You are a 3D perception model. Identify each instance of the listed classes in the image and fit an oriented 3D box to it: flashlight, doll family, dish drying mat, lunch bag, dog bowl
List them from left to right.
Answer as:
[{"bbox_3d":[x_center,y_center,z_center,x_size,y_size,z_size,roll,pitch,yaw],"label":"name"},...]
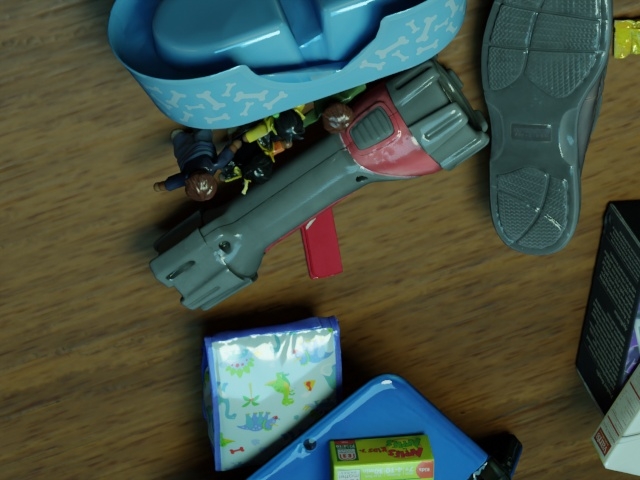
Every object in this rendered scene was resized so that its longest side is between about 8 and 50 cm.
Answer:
[{"bbox_3d":[-0.053,-0.091,1.345,0.193,0.111,0.076,-40,123,14],"label":"doll family"},{"bbox_3d":[-0.047,0.135,1.505,0.128,0.096,0.151,-8,135,-10],"label":"lunch bag"},{"bbox_3d":[-0.018,-0.182,1.271,0.297,0.166,0.074,-19,137,-1],"label":"dog bowl"},{"bbox_3d":[-0.001,-0.045,1.397,0.304,0.103,0.103,-34,112,17],"label":"flashlight"},{"bbox_3d":[0.000,0.000,1.481,0.032,0.008,0.083,-14,125,-5],"label":"dish drying mat"}]

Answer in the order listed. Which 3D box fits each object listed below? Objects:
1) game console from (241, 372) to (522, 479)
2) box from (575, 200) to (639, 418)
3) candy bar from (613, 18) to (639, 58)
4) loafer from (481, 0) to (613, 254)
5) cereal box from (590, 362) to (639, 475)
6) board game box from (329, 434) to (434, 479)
[{"bbox_3d":[0.032,0.253,1.581,0.293,0.250,0.173,-39,87,13],"label":"game console"},{"bbox_3d":[0.350,0.071,1.552,0.153,0.108,0.207,-4,123,-12],"label":"box"},{"bbox_3d":[0.341,-0.191,1.430,0.161,0.018,0.040,-10,128,-7],"label":"candy bar"},{"bbox_3d":[0.201,-0.137,1.405,0.109,0.095,0.303,11,120,15],"label":"loafer"},{"bbox_3d":[0.386,0.130,1.503,0.173,0.047,0.240,15,118,-23],"label":"cereal box"},{"bbox_3d":[0.056,0.270,1.478,0.092,0.043,0.181,-3,117,-5],"label":"board game box"}]
